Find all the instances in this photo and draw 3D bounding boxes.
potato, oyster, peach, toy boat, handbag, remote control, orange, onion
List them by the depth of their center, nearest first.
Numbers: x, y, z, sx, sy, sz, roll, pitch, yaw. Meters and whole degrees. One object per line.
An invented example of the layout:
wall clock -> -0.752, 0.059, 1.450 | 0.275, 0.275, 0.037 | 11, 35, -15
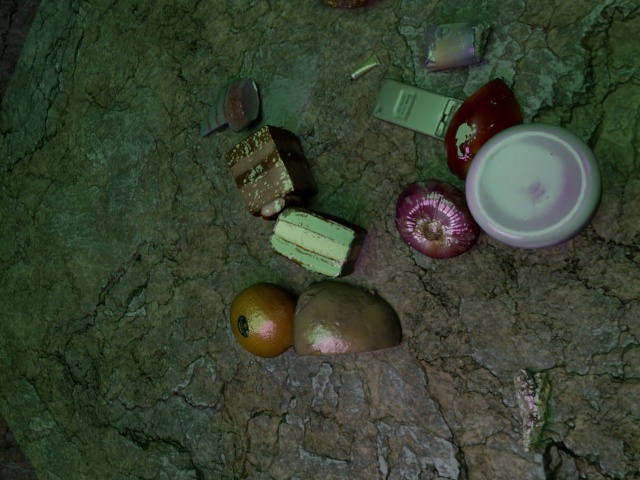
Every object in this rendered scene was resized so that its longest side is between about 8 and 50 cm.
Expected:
oyster -> 0.523, 0.414, 1.226 | 0.106, 0.061, 0.200 | -20, 79, 27
peach -> 0.422, -0.286, 1.285 | 0.189, 0.068, 0.279 | 15, 100, 14
onion -> 0.313, -0.070, 1.316 | 0.230, 0.163, 0.230 | 22, 140, 19
handbag -> 0.363, -0.521, 1.325 | 0.173, 0.095, 0.117 | 5, 95, 33
remote control -> 0.286, -0.361, 1.401 | 0.285, 0.038, 0.123 | 24, 102, 26
potato -> 0.072, 0.214, 1.419 | 0.264, 0.189, 0.211 | -4, 86, 30
orange -> -0.166, 0.245, 1.546 | 0.236, 0.236, 0.236 | -1, 88, 30
toy boat -> -0.335, -0.449, 1.750 | 0.282, 0.096, 0.206 | -16, 74, 42

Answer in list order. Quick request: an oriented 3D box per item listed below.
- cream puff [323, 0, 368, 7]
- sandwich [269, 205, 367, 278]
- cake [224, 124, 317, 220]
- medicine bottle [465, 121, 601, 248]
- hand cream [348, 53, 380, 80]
cream puff -> 0.071, -0.796, 1.474 | 0.269, 0.155, 0.241 | -17, 86, 22
sandwich -> 0.000, -0.001, 1.460 | 0.227, 0.198, 0.155 | 23, 99, 14
cake -> -0.133, -0.186, 1.554 | 0.196, 0.198, 0.293 | -29, 79, 21
medicine bottle -> 0.480, -0.108, 1.112 | 0.256, 0.325, 0.256 | 0, 90, 29
hand cream -> 0.130, -0.515, 1.503 | 0.102, 0.022, 0.035 | -32, 73, 20
